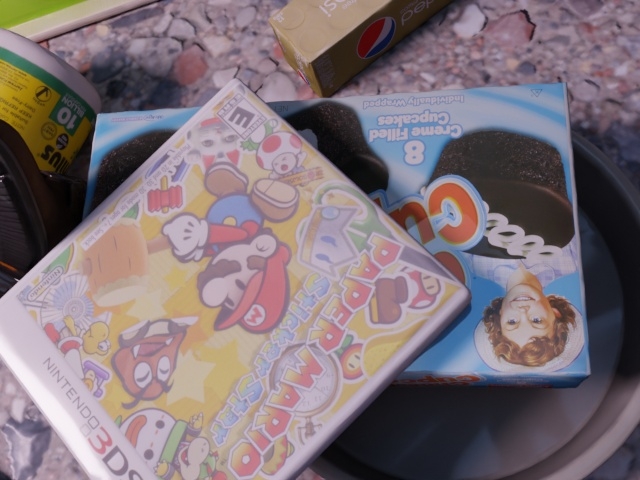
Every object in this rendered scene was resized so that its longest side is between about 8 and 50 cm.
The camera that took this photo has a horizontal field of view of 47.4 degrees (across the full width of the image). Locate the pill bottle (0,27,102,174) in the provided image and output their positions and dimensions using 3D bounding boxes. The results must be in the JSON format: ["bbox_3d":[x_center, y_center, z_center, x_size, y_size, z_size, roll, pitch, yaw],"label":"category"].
[{"bbox_3d":[-0.277,-0.055,0.589,0.117,0.117,0.208,21,75,19],"label":"pill bottle"}]

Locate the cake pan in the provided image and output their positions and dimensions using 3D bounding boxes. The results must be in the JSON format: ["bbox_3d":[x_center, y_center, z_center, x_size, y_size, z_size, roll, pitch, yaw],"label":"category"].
[{"bbox_3d":[0.085,0.039,0.510,0.293,0.054,0.293,-4,69,11],"label":"cake pan"}]

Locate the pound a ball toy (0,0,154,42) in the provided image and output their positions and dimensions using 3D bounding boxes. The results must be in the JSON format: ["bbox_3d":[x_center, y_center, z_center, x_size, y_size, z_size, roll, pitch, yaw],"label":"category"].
[{"bbox_3d":[-0.198,-0.318,0.624,0.319,0.208,0.136,-18,67,6],"label":"pound a ball toy"}]

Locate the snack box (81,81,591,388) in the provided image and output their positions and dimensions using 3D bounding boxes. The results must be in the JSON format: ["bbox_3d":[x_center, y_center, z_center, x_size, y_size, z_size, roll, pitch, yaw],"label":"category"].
[{"bbox_3d":[0.000,0.000,0.480,0.322,0.060,0.187,-2,71,11],"label":"snack box"}]

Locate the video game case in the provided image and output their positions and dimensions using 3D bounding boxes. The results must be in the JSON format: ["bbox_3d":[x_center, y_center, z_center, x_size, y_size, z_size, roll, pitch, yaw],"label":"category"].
[{"bbox_3d":[-0.064,0.042,0.432,0.227,0.026,0.206,-44,70,-4],"label":"video game case"}]

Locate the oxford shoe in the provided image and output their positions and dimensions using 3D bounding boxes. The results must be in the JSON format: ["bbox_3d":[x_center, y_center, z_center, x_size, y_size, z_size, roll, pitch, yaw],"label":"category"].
[{"bbox_3d":[-0.200,-0.022,0.505,0.082,0.227,0.096,24,62,5],"label":"oxford shoe"}]

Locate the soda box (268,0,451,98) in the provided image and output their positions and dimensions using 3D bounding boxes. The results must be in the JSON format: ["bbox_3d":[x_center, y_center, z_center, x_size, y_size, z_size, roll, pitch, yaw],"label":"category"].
[{"bbox_3d":[0.049,-0.204,0.609,0.181,0.058,0.061,-38,67,-4],"label":"soda box"}]
